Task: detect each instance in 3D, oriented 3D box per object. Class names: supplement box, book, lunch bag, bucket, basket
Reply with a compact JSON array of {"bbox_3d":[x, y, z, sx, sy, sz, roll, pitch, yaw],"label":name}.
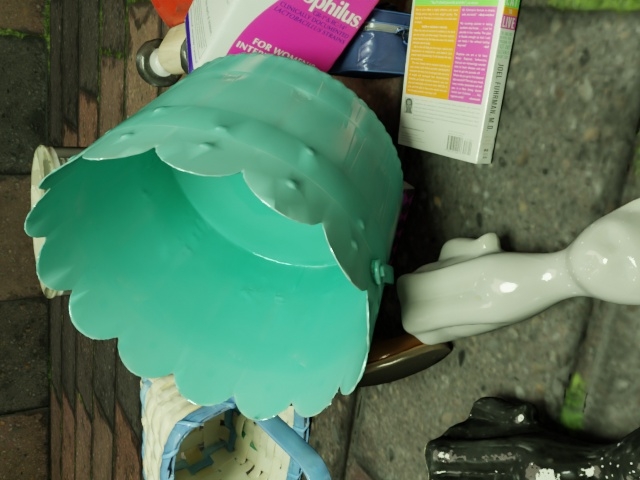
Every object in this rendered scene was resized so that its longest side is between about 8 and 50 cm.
[{"bbox_3d":[-0.022,-0.234,0.549,0.220,0.111,0.113,-50,38,34],"label":"supplement box"},{"bbox_3d":[0.114,-0.145,0.529,0.096,0.035,0.144,28,117,50],"label":"book"},{"bbox_3d":[0.049,-0.190,0.592,0.098,0.067,0.065,18,108,56],"label":"lunch bag"},{"bbox_3d":[-0.066,-0.005,0.518,0.281,0.281,0.183,-55,5,45],"label":"bucket"},{"bbox_3d":[-0.092,0.273,0.737,0.289,0.201,0.254,38,130,44],"label":"basket"}]

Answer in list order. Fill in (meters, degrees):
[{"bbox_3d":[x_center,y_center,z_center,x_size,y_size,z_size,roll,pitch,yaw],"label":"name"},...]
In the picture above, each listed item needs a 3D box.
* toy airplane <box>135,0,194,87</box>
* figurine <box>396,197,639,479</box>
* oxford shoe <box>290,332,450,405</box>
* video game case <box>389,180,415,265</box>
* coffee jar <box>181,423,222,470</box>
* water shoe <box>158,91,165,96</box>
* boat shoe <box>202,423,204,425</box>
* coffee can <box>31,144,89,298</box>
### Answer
[{"bbox_3d":[-0.153,-0.396,0.704,0.386,0.272,0.384,42,154,14],"label":"toy airplane"},{"bbox_3d":[0.167,0.084,0.431,0.209,0.092,0.214,-20,75,49],"label":"figurine"},{"bbox_3d":[0.026,0.111,0.616,0.212,0.076,0.076,-21,64,33],"label":"oxford shoe"},{"bbox_3d":[0.000,0.000,0.713,0.210,0.042,0.232,44,129,45],"label":"video game case"},{"bbox_3d":[-0.195,0.392,1.012,0.079,0.096,0.184,9,101,54],"label":"coffee jar"},{"bbox_3d":[-0.124,-0.122,0.815,0.203,0.073,0.080,36,161,-1],"label":"water shoe"},{"bbox_3d":[-0.145,0.213,0.946,0.228,0.080,0.076,-51,24,47],"label":"boat shoe"},{"bbox_3d":[-0.244,-0.031,0.879,0.202,0.276,0.201,10,102,57],"label":"coffee can"}]
